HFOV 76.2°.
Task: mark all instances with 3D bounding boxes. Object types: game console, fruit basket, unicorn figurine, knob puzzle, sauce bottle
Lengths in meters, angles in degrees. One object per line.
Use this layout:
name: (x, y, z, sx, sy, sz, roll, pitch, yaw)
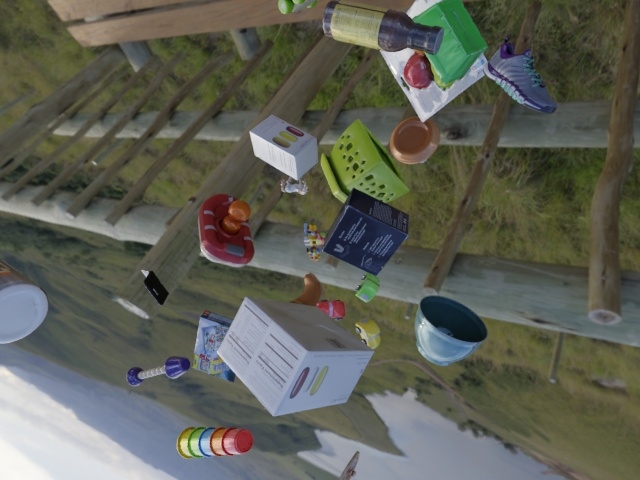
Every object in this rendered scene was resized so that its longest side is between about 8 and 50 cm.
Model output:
game console: (-0.638, 0.178, 1.542, 0.071, 0.107, 0.122, -17, 121, 13)
fruit basket: (0.372, -0.618, 1.377, 0.327, 0.165, 0.353, 59, 162, -1)
unicorn figurine: (-0.107, -0.251, 1.876, 0.162, 0.111, 0.060, -13, 142, 26)
knob puzzle: (0.089, 0.798, 1.357, 0.030, 0.213, 0.213, 25, 152, 26)
sauce bottle: (0.174, -0.602, 1.166, 0.344, 0.111, 0.111, 25, 152, 21)

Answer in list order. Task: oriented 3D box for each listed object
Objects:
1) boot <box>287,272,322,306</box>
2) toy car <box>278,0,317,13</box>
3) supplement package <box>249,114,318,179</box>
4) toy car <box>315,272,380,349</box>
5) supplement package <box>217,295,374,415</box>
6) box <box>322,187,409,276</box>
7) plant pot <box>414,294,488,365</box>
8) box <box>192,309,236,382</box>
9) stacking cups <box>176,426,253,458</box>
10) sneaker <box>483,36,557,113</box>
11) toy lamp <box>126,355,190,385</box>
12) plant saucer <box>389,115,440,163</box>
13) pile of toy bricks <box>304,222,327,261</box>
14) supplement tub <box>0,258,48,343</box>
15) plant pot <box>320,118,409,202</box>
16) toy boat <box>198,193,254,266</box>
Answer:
boot: (-0.095, 0.304, 2.036, 0.220, 0.283, 0.109, -9, 161, -24)
toy car: (-0.081, -0.904, 1.398, 0.149, 0.155, 0.188, -1, 119, 50)
supplement package: (-0.145, -0.379, 1.653, 0.244, 0.139, 0.133, 33, 153, 23)
toy car: (0.126, 0.192, 1.268, 0.239, 0.225, 0.053, 34, 155, -9)
supplement package: (-0.047, 0.247, 0.900, 0.204, 0.145, 0.262, 32, -172, 37)
box: (0.110, -0.019, 0.999, 0.158, 0.093, 0.156, 25, 129, -6)
plant pot: (0.522, 0.399, 1.728, 0.293, 0.293, 0.196, 24, 117, 11)
box: (-0.343, 0.365, 1.394, 0.159, 0.044, 0.233, 18, 116, 2)
stacking cups: (-0.322, 0.604, 1.237, 0.096, 0.096, 0.316, 42, 134, -21)
sneaker: (0.502, -0.405, 1.001, 0.223, 0.083, 0.098, 54, 141, 27)
toy lamp: (-0.583, 0.471, 1.479, 0.275, 0.080, 0.080, -19, 128, 28)
plant saucer: (0.366, -0.400, 1.603, 0.200, 0.199, 0.037, 12, 174, 30)
pile of toy bricks: (0.000, 0.000, 1.585, 0.105, 0.118, 0.212, -4, 154, 4)
supplement tub: (-0.999, 0.160, 1.230, 0.316, 0.193, 0.193, 20, 150, 25)
plant pot: (0.141, -0.238, 1.423, 0.207, 0.228, 0.227, -34, 144, 21)
toy boat: (-0.243, -0.050, 1.119, 0.151, 0.231, 0.151, 18, 126, -35)
